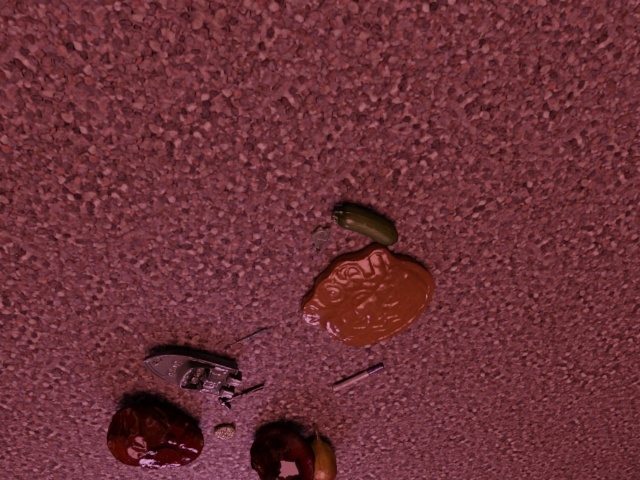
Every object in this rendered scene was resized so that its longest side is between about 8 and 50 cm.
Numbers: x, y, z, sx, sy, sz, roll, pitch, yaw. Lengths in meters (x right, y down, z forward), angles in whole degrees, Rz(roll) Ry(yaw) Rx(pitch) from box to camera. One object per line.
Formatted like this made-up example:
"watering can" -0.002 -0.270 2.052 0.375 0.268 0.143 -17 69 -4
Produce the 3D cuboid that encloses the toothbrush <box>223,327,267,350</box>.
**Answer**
"toothbrush" -0.246 0.324 1.734 0.167 0.014 0.011 -27 115 11

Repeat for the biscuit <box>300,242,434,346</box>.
"biscuit" 0.154 0.186 1.663 0.365 0.062 0.385 34 114 -26

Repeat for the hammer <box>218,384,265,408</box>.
"hammer" -0.275 0.549 1.888 0.178 0.021 0.065 -24 125 6

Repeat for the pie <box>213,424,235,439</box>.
"pie" -0.361 0.720 1.993 0.084 0.021 0.084 -6 127 -8

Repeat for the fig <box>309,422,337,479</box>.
"fig" -0.015 0.825 2.061 0.159 0.159 0.257 -6 104 -3

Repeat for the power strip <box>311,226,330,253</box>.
"power strip" 0.000 0.000 1.528 0.055 0.035 0.083 11 120 -15

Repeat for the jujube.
"jujube" -0.564 0.691 1.845 0.216 0.216 0.342 -39 135 19

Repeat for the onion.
"onion" -0.159 0.839 1.969 0.272 0.195 0.272 7 107 24

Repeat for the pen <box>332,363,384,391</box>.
"pen" 0.134 0.488 1.896 0.204 0.025 0.025 -28 124 11

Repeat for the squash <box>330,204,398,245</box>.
"squash" 0.130 -0.045 1.492 0.219 0.068 0.077 20 136 -20

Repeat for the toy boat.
"toy boat" -0.422 0.431 1.739 0.319 0.092 0.141 21 118 -20
